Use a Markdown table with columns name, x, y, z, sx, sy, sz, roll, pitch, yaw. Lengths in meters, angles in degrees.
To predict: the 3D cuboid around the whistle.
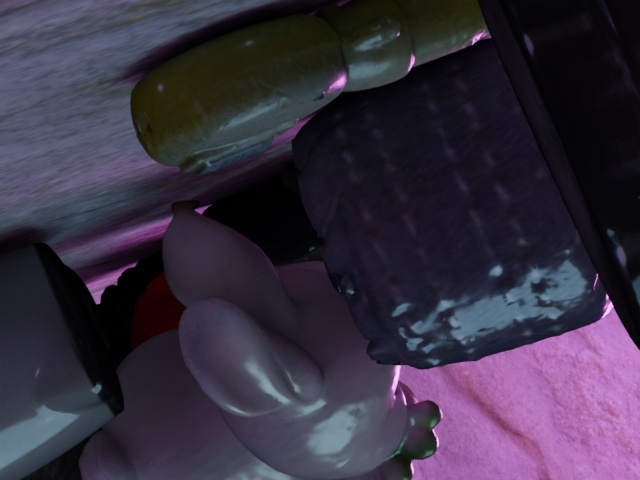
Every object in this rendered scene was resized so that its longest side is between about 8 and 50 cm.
| name | x | y | z | sx | sy | sz | roll | pitch | yaw |
| --- | --- | --- | --- | --- | --- | --- | --- | --- | --- |
| whistle | 0.004 | -0.082 | 0.895 | 0.198 | 0.057 | 0.104 | -20 | 177 | -23 |

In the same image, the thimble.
| name | x | y | z | sx | sy | sz | roll | pitch | yaw |
| --- | --- | --- | --- | --- | --- | --- | --- | --- | --- |
| thimble | 0.087 | -0.026 | 1.253 | 0.172 | 0.205 | 0.236 | -17 | -152 | 9 |

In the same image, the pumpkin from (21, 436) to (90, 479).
| name | x | y | z | sx | sy | sz | roll | pitch | yaw |
| --- | --- | --- | --- | --- | --- | --- | --- | --- | --- |
| pumpkin | -0.306 | 0.228 | 1.649 | 0.323 | 0.323 | 0.241 | -21 | -150 | -16 |

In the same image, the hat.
| name | x | y | z | sx | sy | sz | roll | pitch | yaw |
| --- | --- | --- | --- | --- | --- | --- | --- | --- | --- |
| hat | -0.099 | 0.107 | 1.770 | 0.274 | 0.242 | 0.332 | -33 | 176 | -8 |

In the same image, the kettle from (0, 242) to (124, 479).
| name | x | y | z | sx | sy | sz | roll | pitch | yaw |
| --- | --- | --- | --- | --- | --- | --- | --- | --- | --- |
| kettle | -0.266 | 0.093 | 1.315 | 0.236 | 0.161 | 0.221 | -26 | -156 | -4 |

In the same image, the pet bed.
| name | x | y | z | sx | sy | sz | roll | pitch | yaw |
| --- | --- | --- | --- | --- | --- | --- | --- | --- | --- |
| pet bed | 0.000 | 0.000 | 1.567 | 0.211 | 0.159 | 0.183 | -21 | -161 | 32 |

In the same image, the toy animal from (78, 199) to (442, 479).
| name | x | y | z | sx | sy | sz | roll | pitch | yaw |
| --- | --- | --- | --- | --- | --- | --- | --- | --- | --- |
| toy animal | -0.048 | 0.109 | 1.398 | 0.247 | 0.183 | 0.310 | 11 | 153 | -28 |

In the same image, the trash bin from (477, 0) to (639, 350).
| name | x | y | z | sx | sy | sz | roll | pitch | yaw |
| --- | --- | --- | --- | --- | --- | --- | --- | --- | --- |
| trash bin | 0.219 | -0.107 | 0.706 | 0.301 | 0.203 | 0.252 | -24 | -165 | 5 |
